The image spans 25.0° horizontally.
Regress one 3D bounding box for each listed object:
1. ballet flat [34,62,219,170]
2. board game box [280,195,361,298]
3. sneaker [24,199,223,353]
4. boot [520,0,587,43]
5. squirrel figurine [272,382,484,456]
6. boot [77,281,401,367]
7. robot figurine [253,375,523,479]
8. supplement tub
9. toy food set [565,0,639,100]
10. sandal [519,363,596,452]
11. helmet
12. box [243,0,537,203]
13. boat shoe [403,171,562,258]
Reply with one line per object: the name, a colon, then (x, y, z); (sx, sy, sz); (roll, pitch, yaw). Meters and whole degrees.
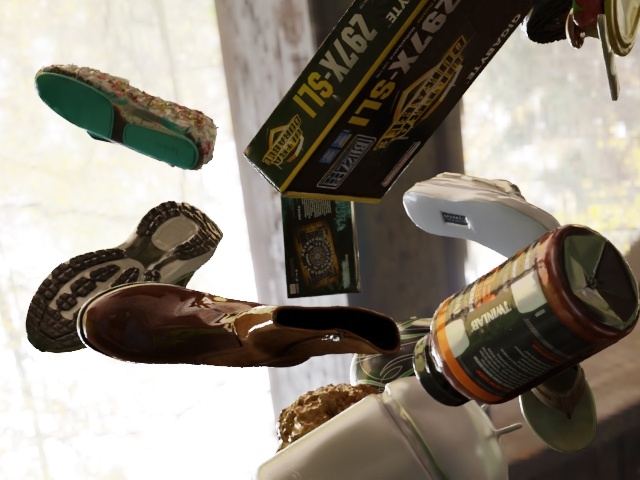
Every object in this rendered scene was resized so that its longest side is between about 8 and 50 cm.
ballet flat: (-0.232, -0.156, 1.761); (0.241, 0.091, 0.077); (27, -139, 6)
board game box: (0.000, 0.000, 2.405); (0.126, 0.186, 0.026); (-6, 174, 17)
sneaker: (-0.318, 0.100, 2.348); (0.158, 0.182, 0.410); (36, -138, 19)
boot: (0.277, -0.361, 1.867); (0.094, 0.207, 0.246); (-43, 163, 30)
squirrel figurine: (0.092, 0.392, 1.928); (0.370, 0.397, 0.281); (26, -162, 31)
boot: (-0.093, 0.096, 1.490); (0.264, 0.096, 0.280); (15, 171, -22)
robot figurine: (0.065, 0.288, 1.641); (0.353, 0.200, 0.300); (-32, -156, -4)
supplement tub: (0.164, 0.072, 1.210); (0.198, 0.106, 0.106); (-38, 176, 42)
toy food set: (0.318, -0.278, 1.641); (0.071, 0.128, 0.218); (5, -126, 27)
sandal: (0.374, 0.211, 2.337); (0.120, 0.303, 0.086); (-12, -164, 6)
helmet: (0.130, 0.191, 2.070); (0.161, 0.169, 0.169); (-19, -156, -36)
box: (0.085, -0.189, 1.648); (0.079, 0.322, 0.257); (45, -162, 22)
boat shoe: (0.220, -0.044, 1.854); (0.084, 0.095, 0.258); (-38, -142, -28)
